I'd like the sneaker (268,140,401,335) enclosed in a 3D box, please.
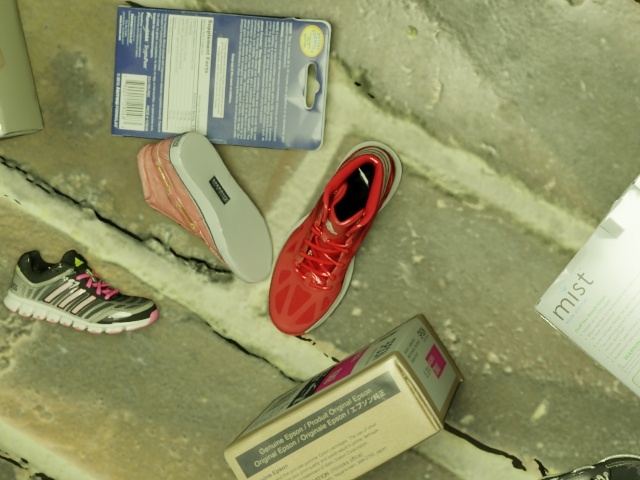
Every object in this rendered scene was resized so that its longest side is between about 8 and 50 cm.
[{"bbox_3d":[0.000,0.000,1.656,0.087,0.128,0.221,26,99,8],"label":"sneaker"}]

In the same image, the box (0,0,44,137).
[{"bbox_3d":[-0.400,-0.247,1.709,0.148,0.121,0.311,-12,93,11],"label":"box"}]

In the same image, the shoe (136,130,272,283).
[{"bbox_3d":[-0.121,-0.031,1.715,0.081,0.063,0.178,-7,120,47],"label":"shoe"}]

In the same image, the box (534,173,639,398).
[{"bbox_3d":[0.376,0.034,1.564,0.231,0.127,0.262,40,106,16],"label":"box"}]

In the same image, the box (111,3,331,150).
[{"bbox_3d":[-0.101,-0.166,1.705,0.225,0.036,0.136,6,97,11],"label":"box"}]

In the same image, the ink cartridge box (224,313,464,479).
[{"bbox_3d":[0.028,0.169,1.615,0.193,0.234,0.088,-32,90,12],"label":"ink cartridge box"}]

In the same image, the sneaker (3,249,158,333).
[{"bbox_3d":[-0.251,0.050,1.742,0.170,0.063,0.075,10,104,14],"label":"sneaker"}]

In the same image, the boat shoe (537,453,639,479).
[{"bbox_3d":[0.274,0.247,1.677,0.125,0.038,0.046,-11,93,11],"label":"boat shoe"}]
